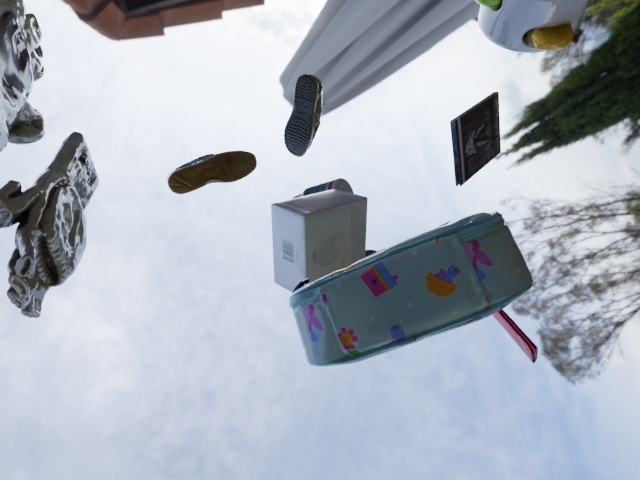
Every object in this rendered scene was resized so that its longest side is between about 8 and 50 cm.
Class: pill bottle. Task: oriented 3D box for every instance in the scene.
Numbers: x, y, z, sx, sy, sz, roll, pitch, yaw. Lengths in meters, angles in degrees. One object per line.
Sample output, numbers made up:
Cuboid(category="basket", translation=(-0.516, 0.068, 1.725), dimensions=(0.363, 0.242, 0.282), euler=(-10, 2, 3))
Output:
Cuboid(category="pill bottle", translation=(0.003, -0.120, 1.324), dimensions=(0.108, 0.180, 0.107), euler=(19, -114, -51))

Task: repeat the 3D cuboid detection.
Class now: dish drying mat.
Cuboid(category="dish drying mat", translation=(0.223, 0.103, 0.507), dimensions=(0.032, 0.008, 0.083), euler=(65, 177, -41))

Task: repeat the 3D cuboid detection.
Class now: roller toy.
Cuboid(category="roller toy", translation=(0.417, -0.470, 0.845), dimensions=(0.209, 0.146, 0.191), euler=(33, -112, 21))

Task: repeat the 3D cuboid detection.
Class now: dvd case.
Cuboid(category="dvd case", translation=(0.389, -0.254, 1.072), dimensions=(0.221, 0.018, 0.164), euler=(-37, -55, -34))

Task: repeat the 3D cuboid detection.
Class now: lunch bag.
Cuboid(category="lunch bag", translation=(0.102, 0.057, 0.553), dimensions=(0.107, 0.280, 0.224), euler=(68, -166, 3))

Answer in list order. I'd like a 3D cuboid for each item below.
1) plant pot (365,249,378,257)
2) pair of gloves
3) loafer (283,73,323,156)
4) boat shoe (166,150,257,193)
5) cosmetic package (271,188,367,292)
Cuboid(category="plant pot", translation=(0.220, 0.144, 1.382), dimensions=(0.263, 0.229, 0.262), euler=(12, -108, -41))
Cuboid(category="pair of gloves", translation=(-0.254, -0.071, 0.365), dimensions=(0.042, 0.240, 0.204), euler=(-3, -128, -11))
Cuboid(category="loafer", translation=(-0.022, -0.212, 0.741), dimensions=(0.056, 0.147, 0.050), euler=(33, -139, 16))
Cuboid(category="boat shoe", translation=(-0.336, -0.225, 1.327), dimensions=(0.277, 0.096, 0.098), euler=(-18, -57, -21))
Cuboid(category="cosmetic package", translation=(0.000, 0.000, 1.139), dimensions=(0.225, 0.138, 0.223), euler=(-18, -62, -39))
